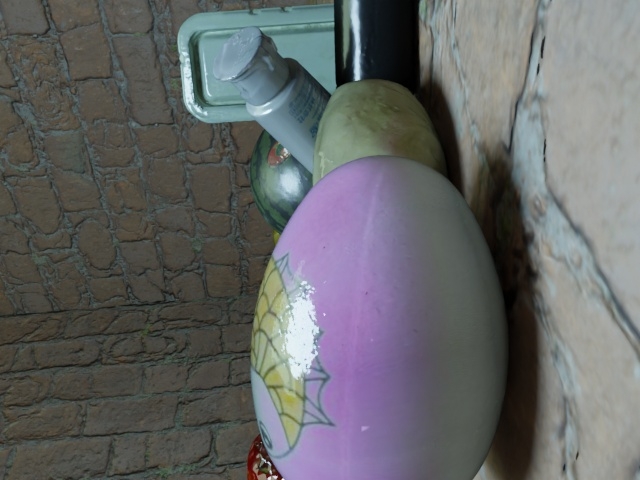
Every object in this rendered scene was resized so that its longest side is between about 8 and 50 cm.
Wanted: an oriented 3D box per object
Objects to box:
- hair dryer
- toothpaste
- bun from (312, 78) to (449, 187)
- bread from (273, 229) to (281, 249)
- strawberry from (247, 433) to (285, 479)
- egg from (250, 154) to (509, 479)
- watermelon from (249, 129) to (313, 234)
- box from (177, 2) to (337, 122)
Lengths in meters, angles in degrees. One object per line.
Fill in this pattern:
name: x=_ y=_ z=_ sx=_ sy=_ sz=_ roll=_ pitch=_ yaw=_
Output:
hair dryer: x=0.059 y=-0.279 z=0.754 sx=0.251 sy=0.089 sz=0.197 roll=-84 pitch=-9 yaw=-69
toothpaste: x=0.003 y=-0.119 z=0.723 sx=0.299 sy=0.073 sz=0.114 roll=38 pitch=-120 yaw=-44
bun: x=0.060 y=-0.061 z=0.621 sx=0.178 sy=0.128 sz=0.193 roll=87 pitch=-172 yaw=-48
bread: x=0.000 y=0.000 z=1.156 sx=0.333 sy=0.160 sz=0.333 roll=-10 pitch=-90 yaw=-82
strawberry: x=0.024 y=0.349 z=0.925 sx=0.238 sy=0.250 sz=0.288 roll=30 pitch=132 yaw=43
egg: x=0.044 y=0.074 z=0.475 sx=0.196 sy=0.196 sz=0.271 roll=-126 pitch=42 yaw=-85
watermelon: x=0.001 y=-0.098 z=0.913 sx=0.212 sy=0.212 sz=0.212 roll=175 pitch=90 yaw=-87
box: x=-0.069 y=-0.305 z=1.103 sx=0.182 sy=0.312 sz=0.175 roll=-75 pitch=-18 yaw=-75
